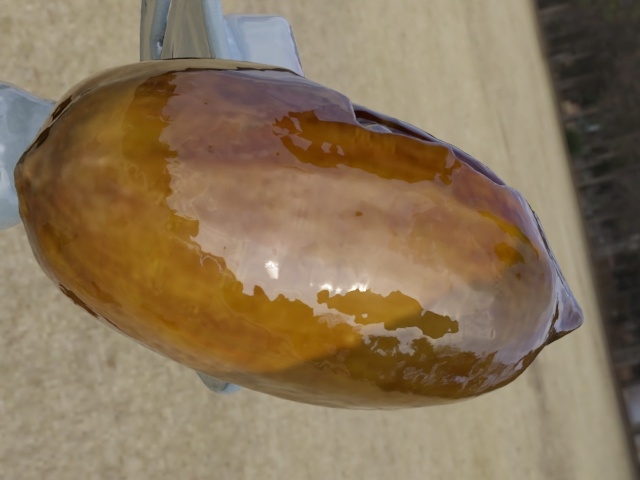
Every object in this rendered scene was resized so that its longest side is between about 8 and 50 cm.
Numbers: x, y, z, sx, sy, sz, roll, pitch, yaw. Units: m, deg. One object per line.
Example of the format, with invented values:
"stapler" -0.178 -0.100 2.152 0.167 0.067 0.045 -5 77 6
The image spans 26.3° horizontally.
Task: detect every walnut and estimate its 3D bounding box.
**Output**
"walnut" 0.000 0.000 0.461 0.116 0.207 0.115 -165 -90 -74

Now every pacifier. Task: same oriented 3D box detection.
"pacifier" -0.114 -0.046 0.763 0.238 0.226 0.287 120 -36 -56
